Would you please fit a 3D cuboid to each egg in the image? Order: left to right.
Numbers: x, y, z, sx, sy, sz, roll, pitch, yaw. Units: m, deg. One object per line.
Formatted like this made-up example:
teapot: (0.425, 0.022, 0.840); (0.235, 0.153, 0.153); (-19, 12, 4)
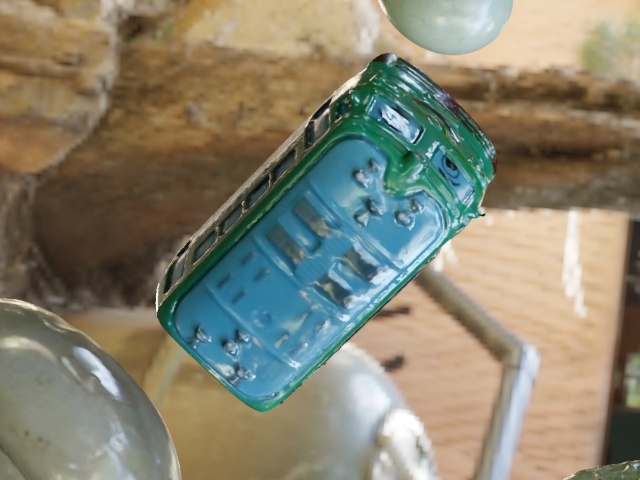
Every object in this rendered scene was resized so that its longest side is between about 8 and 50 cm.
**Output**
egg: (0.105, -0.227, 1.442); (0.152, 0.114, 0.114); (56, -16, 39)

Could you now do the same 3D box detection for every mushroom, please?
mushroom: (-0.279, 0.209, 1.369); (0.290, 0.292, 0.292); (-36, 138, -32)

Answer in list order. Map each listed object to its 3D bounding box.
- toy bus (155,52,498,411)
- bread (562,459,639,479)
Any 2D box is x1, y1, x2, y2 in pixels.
toy bus: (0.000, 0.000, 1.593); (0.343, 0.183, 0.199); (-46, -174, 20)
bread: (0.361, 0.401, 1.694); (0.395, 0.239, 0.264); (-109, -177, -81)
